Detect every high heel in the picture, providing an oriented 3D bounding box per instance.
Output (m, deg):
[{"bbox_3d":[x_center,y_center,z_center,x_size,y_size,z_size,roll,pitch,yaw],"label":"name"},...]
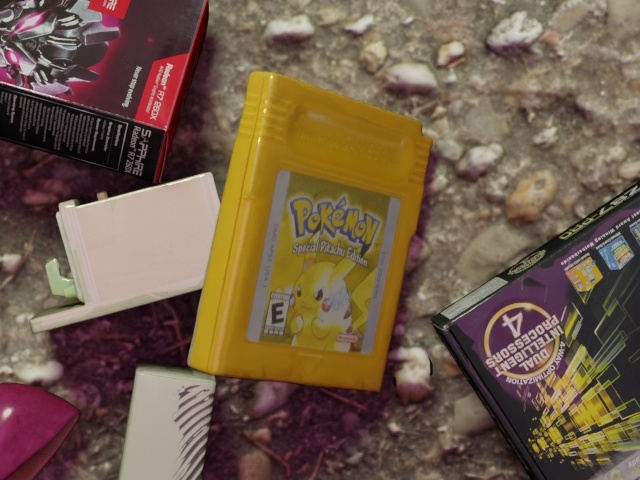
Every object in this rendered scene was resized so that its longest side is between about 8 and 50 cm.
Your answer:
[{"bbox_3d":[-0.390,0.345,1.592,0.181,0.127,0.377,9,87,5],"label":"high heel"}]

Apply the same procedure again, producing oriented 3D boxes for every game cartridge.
[{"bbox_3d":[0.000,0.000,1.575,0.285,0.052,0.324,11,92,-47],"label":"game cartridge"}]

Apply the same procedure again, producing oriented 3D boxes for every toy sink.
[{"bbox_3d":[-0.220,0.006,1.591,0.234,0.153,0.131,-15,93,-3],"label":"toy sink"}]

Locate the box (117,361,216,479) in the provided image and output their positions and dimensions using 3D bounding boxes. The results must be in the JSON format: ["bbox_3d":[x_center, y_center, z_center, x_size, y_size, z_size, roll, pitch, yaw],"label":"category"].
[{"bbox_3d":[-0.186,0.282,1.623,0.094,0.113,0.275,8,92,-6],"label":"box"}]

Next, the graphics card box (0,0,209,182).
[{"bbox_3d":[-0.322,-0.215,1.545,0.371,0.094,0.233,15,48,-4],"label":"graphics card box"}]

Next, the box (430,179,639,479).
[{"bbox_3d":[0.378,0.120,1.675,0.395,0.097,0.318,-32,97,-4],"label":"box"}]
